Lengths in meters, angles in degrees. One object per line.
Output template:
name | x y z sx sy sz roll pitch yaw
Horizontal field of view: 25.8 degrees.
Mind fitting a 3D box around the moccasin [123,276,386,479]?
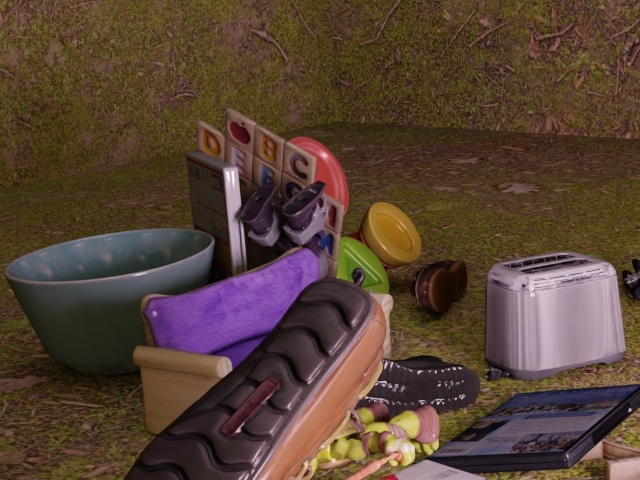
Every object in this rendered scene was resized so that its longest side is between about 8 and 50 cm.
moccasin | -0.069 0.206 1.386 0.139 0.147 0.380 19 56 32

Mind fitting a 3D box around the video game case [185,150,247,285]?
video game case | -0.152 0.016 2.118 0.025 0.285 0.204 -9 14 -20

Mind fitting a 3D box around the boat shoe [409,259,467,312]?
boat shoe | 0.181 0.075 2.272 0.073 0.073 0.207 -1 5 19

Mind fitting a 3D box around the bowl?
bowl | -0.299 0.095 2.068 0.311 0.163 0.311 -6 12 1

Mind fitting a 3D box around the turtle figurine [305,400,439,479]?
turtle figurine | 0.014 0.222 1.524 0.269 0.087 0.217 -21 -7 39

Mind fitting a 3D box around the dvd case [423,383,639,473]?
dvd case | 0.256 0.218 1.623 0.180 0.022 0.253 -9 7 35

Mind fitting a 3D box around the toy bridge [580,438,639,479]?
toy bridge | 0.340 0.249 1.521 0.063 0.026 0.188 -6 12 -13

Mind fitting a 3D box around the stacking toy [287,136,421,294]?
stacking toy | 0.000 0.000 2.348 0.130 0.309 0.279 -39 16 36

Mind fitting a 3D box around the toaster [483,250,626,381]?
toaster | 0.313 0.101 1.926 0.227 0.146 0.129 -9 13 -23

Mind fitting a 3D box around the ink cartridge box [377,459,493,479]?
ink cartridge box | 0.124 0.274 1.376 0.109 0.063 0.150 -13 15 -41

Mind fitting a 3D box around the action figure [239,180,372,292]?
action figure | -0.016 0.041 2.075 0.185 0.285 0.099 12 51 31

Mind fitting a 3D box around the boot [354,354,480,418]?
boot | 0.092 0.182 1.824 0.198 0.077 0.137 7 5 -15

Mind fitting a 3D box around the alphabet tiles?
alphabet tiles | -0.085 -0.036 2.168 0.285 0.342 0.011 32 50 25

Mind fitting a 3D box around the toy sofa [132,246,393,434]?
toy sofa | -0.065 0.130 1.835 0.150 0.177 0.362 6 15 38

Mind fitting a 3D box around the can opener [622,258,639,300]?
can opener | 0.519 0.066 2.277 0.059 0.073 0.186 -42 8 5
